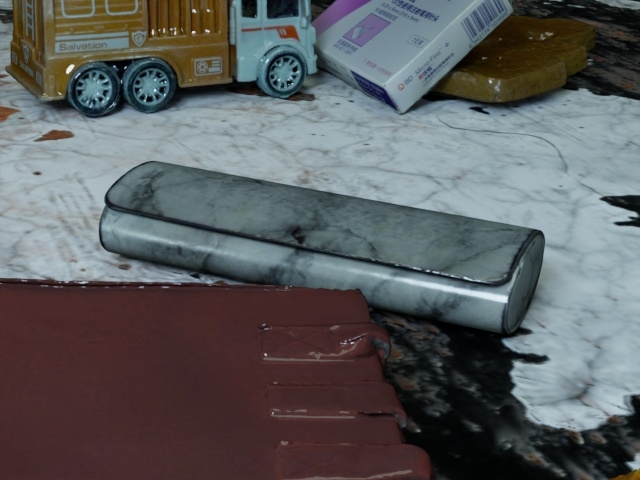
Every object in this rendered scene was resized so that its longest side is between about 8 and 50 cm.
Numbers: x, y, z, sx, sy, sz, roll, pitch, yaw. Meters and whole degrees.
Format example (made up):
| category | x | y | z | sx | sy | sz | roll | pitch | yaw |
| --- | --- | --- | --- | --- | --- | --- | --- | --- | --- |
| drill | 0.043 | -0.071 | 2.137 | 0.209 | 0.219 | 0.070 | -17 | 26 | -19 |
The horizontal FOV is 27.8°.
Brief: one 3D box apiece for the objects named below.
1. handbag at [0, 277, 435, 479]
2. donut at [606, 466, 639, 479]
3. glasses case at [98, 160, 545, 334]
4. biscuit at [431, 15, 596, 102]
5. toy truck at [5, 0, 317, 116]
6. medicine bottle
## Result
| category | x | y | z | sx | sy | sz | roll | pitch | yaw |
| --- | --- | --- | --- | --- | --- | --- | --- | --- | --- |
| handbag | -0.091 | 0.100 | 0.634 | 0.275 | 0.084 | 0.260 | 0 | 22 | -8 |
| donut | 0.202 | 0.145 | 0.411 | 0.253 | 0.118 | 0.253 | 18 | -8 | 3 |
| glasses case | 0.000 | 0.000 | 0.910 | 0.299 | 0.060 | 0.114 | 11 | 24 | 19 |
| biscuit | 0.174 | -0.201 | 1.435 | 0.278 | 0.043 | 0.301 | 3 | 24 | 4 |
| toy truck | -0.156 | -0.228 | 1.310 | 0.305 | 0.162 | 0.136 | -9 | 25 | -27 |
| medicine bottle | 0.087 | -0.230 | 1.375 | 0.171 | 0.052 | 0.201 | -42 | 36 | -5 |
